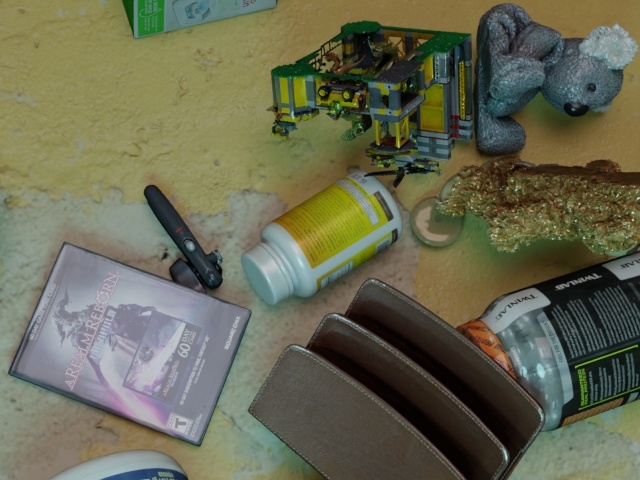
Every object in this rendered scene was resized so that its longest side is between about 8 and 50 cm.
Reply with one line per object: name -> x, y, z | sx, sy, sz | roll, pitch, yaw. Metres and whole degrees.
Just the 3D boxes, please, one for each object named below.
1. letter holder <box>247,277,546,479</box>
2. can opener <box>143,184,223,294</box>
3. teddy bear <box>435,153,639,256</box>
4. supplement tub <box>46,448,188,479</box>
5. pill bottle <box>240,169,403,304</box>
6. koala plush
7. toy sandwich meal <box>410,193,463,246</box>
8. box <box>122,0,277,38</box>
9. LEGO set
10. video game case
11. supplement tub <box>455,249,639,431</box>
letter holder -> 0.101, 0.212, 1.769 | 0.302, 0.152, 0.214 | 38, 112, 19
can opener -> -0.194, -0.003, 1.957 | 0.073, 0.059, 0.186 | -27, 73, -16
teddy bear -> 0.321, -0.047, 1.941 | 0.338, 0.245, 0.113 | 5, 108, 24
supplement tub -> -0.216, 0.437, 1.645 | 0.235, 0.235, 0.325 | -20, 61, -15
pill bottle -> 0.000, 0.000, 1.947 | 0.215, 0.117, 0.117 | -32, 74, -19
koala plush -> 0.344, -0.250, 2.065 | 0.221, 0.196, 0.203 | 2, 56, -2
toy sandwich meal -> 0.168, -0.028, 2.030 | 0.085, 0.029, 0.086 | 2, 71, -5
box -> -0.206, -0.467, 2.120 | 0.231, 0.127, 0.262 | -15, 69, -14
LEGO set -> 0.081, -0.176, 1.994 | 0.254, 0.192, 0.331 | 5, 26, 19
video game case -> -0.254, 0.138, 1.891 | 0.274, 0.026, 0.196 | 20, 76, 1
supplement tub -> 0.350, 0.139, 1.889 | 0.316, 0.193, 0.194 | -17, 70, -15
